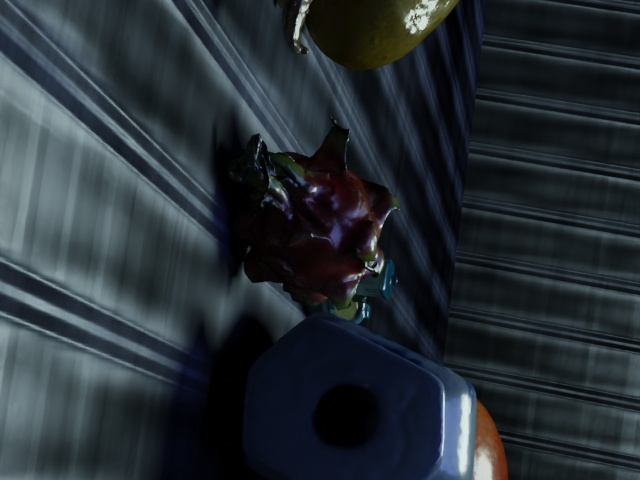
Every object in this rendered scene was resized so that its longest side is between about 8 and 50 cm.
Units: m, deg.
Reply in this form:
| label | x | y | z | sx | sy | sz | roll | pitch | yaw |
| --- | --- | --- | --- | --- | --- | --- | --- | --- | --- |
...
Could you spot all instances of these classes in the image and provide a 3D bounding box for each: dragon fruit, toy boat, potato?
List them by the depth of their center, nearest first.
| label | x | y | z | sx | sy | sz | roll | pitch | yaw |
| --- | --- | --- | --- | --- | --- | --- | --- | --- | --- |
| dragon fruit | -0.015 | -0.034 | 1.403 | 0.236 | 0.135 | 0.137 | 61 | 39 | -43 |
| potato | 0.055 | -0.251 | 1.569 | 0.203 | 0.178 | 0.158 | -97 | -152 | -86 |
| toy boat | 0.038 | 0.056 | 1.804 | 0.215 | 0.102 | 0.088 | 69 | 31 | -70 |

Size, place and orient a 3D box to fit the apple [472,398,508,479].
| label | x | y | z | sx | sy | sz | roll | pitch | yaw |
| --- | --- | --- | --- | --- | --- | --- | --- | --- | --- |
| apple | 0.112 | 0.300 | 1.969 | 0.206 | 0.252 | 0.271 | 43 | 67 | -55 |

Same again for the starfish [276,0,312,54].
| label | x | y | z | sx | sy | sz | roll | pitch | yaw |
| --- | --- | --- | --- | --- | --- | --- | --- | --- | --- |
| starfish | -0.003 | -0.332 | 1.329 | 0.375 | 0.094 | 0.327 | -88 | 176 | -65 |

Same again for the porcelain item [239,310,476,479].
| label | x | y | z | sx | sy | sz | roll | pitch | yaw |
| --- | --- | --- | --- | --- | --- | --- | --- | --- | --- |
| porcelain item | 0.044 | 0.187 | 1.541 | 0.178 | 0.243 | 0.405 | -64 | 170 | -5 |
